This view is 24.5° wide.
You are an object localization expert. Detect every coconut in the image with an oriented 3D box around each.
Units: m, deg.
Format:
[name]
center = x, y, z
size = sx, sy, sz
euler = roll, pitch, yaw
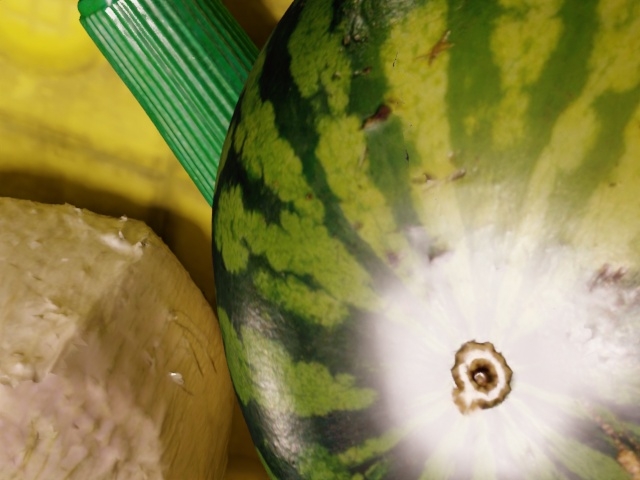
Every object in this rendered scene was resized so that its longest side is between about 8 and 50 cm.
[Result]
[coconut]
center = -0.191, 0.125, 0.712
size = 0.297, 0.254, 0.297
euler = 9, 125, 14

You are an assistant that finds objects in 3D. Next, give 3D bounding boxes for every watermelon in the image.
[watermelon]
center = 0.105, 0.001, 0.517
size = 0.285, 0.285, 0.285
euler = 9, 124, 13

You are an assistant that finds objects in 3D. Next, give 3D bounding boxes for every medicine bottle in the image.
[medicine bottle]
center = 0.000, 0.000, 0.677
size = 0.111, 0.076, 0.309
euler = -26, 110, 29
